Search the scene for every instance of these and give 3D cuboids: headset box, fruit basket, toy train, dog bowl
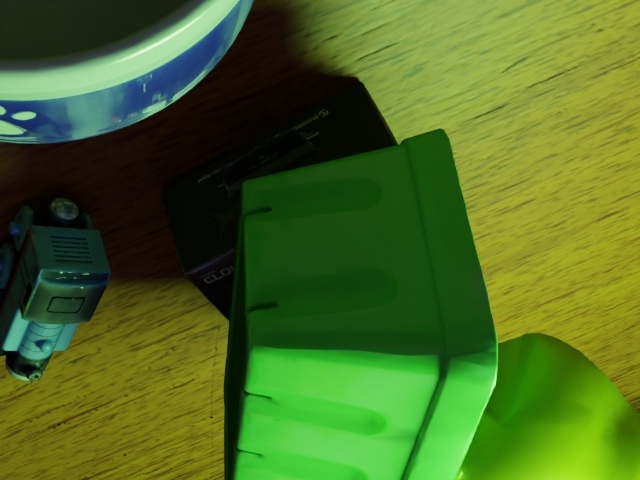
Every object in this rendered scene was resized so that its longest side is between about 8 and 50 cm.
[{"bbox_3d":[0.000,0.000,0.946,0.218,0.110,0.293,-28,142,6],"label":"headset box"},{"bbox_3d":[0.105,0.125,0.823,0.391,0.283,0.392,-3,138,-3],"label":"fruit basket"},{"bbox_3d":[-0.251,0.048,0.877,0.080,0.105,0.184,7,133,-33],"label":"toy train"},{"bbox_3d":[-0.152,-0.188,0.506,0.264,0.265,0.104,-14,169,-13],"label":"dog bowl"}]
